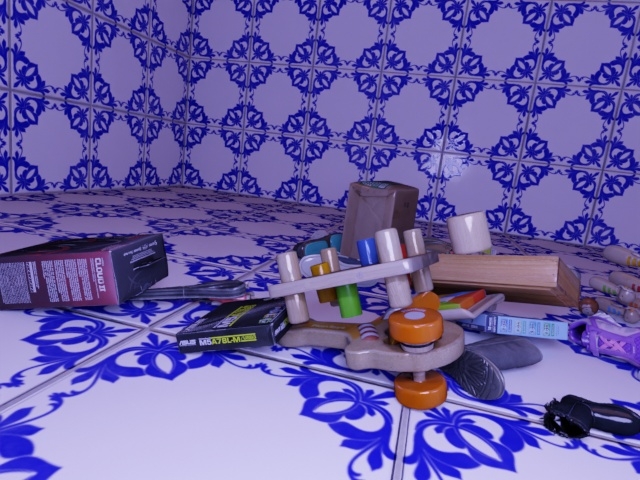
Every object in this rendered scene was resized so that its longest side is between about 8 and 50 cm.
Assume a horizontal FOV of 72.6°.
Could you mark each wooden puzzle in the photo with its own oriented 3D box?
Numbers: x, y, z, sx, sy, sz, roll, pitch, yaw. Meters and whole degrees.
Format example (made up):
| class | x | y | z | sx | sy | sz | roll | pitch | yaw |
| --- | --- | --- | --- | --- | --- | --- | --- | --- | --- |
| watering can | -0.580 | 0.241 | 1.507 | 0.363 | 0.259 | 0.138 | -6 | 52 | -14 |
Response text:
| class | x | y | z | sx | sy | sz | roll | pitch | yaw |
| --- | --- | --- | --- | --- | --- | --- | --- | --- | --- |
| wooden puzzle | 0.283 | 0.153 | 1.014 | 0.221 | 0.044 | 0.239 | -15 | -7 | 39 |

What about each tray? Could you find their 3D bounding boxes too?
| class | x | y | z | sx | sy | sz | roll | pitch | yaw |
| --- | --- | --- | --- | --- | --- | --- | --- | --- | --- |
| tray | 0.397 | 0.098 | 1.099 | 0.411 | 0.076 | 0.203 | 1 | -18 | 43 |

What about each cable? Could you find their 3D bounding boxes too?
| class | x | y | z | sx | sy | sz | roll | pitch | yaw |
| --- | --- | --- | --- | --- | --- | --- | --- | --- | --- |
| cable | -0.273 | 0.130 | 0.961 | 0.288 | 0.072 | 0.139 | -5 | 0 | -17 |

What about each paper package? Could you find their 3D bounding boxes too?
| class | x | y | z | sx | sy | sz | roll | pitch | yaw |
| --- | --- | --- | --- | --- | --- | --- | --- | --- | --- |
| paper package | 0.217 | -0.055 | 1.556 | 0.168 | 0.309 | 0.325 | 12 | 13 | 26 |

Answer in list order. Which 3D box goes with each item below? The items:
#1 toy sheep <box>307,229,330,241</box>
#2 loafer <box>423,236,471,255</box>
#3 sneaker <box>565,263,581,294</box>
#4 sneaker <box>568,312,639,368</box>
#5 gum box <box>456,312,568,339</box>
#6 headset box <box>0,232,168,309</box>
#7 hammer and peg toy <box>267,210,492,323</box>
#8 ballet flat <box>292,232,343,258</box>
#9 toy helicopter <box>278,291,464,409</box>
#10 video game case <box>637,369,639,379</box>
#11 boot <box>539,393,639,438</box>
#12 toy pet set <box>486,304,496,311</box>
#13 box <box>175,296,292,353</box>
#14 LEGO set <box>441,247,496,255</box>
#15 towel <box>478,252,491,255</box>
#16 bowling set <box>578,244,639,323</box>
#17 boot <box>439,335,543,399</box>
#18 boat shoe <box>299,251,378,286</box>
| class | x | y | z | sx | sy | sz | roll | pitch | yaw |
| --- | --- | --- | --- | --- | --- | --- | --- | --- | --- |
| toy sheep | 0.000 | 0.000 | 1.734 | 0.091 | 0.091 | 0.132 | 9 | 12 | 12 |
| loafer | 0.507 | 0.042 | 1.804 | 0.252 | 0.094 | 0.087 | 7 | 7 | -1 |
| sneaker | 0.806 | 0.158 | 1.449 | 0.283 | 0.110 | 0.122 | -5 | 33 | -38 |
| sneaker | 0.645 | 0.225 | 0.964 | 0.105 | 0.095 | 0.236 | 0 | 4 | -7 |
| gum box | 0.430 | 0.192 | 0.999 | 0.185 | 0.041 | 0.157 | 5 | -6 | -4 |
| headset box | -0.480 | 0.058 | 0.916 | 0.294 | 0.110 | 0.218 | -3 | 10 | 7 |
| hammer and peg toy | 0.122 | 0.050 | 0.779 | 0.362 | 0.127 | 0.266 | -13 | -4 | 23 |
| ballet flat | 0.013 | 0.021 | 1.623 | 0.281 | 0.095 | 0.096 | -3 | 3 | -42 |
| toy helicopter | 0.082 | 0.168 | 0.805 | 0.356 | 0.140 | 0.235 | -1 | 12 | 28 |
| video game case | 0.737 | 0.302 | 0.783 | 0.213 | 0.023 | 0.193 | 8 | 11 | 7 |
| boot | 0.409 | 0.274 | 0.662 | 0.099 | 0.045 | 0.121 | -1 | 6 | -45 |
| toy pet set | 0.445 | 0.156 | 1.245 | 0.114 | 0.065 | 0.122 | 17 | 15 | 41 |
| box | -0.140 | 0.152 | 0.823 | 0.184 | 0.045 | 0.191 | -6 | 8 | 16 |
| LEGO set | 0.564 | 0.068 | 1.673 | 0.287 | 0.106 | 0.132 | 12 | 12 | 26 |
| towel | 0.839 | 0.104 | 1.851 | 0.325 | 0.038 | 0.248 | 11 | 11 | 19 |
| bowling set | 0.881 | 0.176 | 1.270 | 0.287 | 0.200 | 0.154 | 50 | -8 | -30 |
| boot | 0.334 | 0.229 | 0.815 | 0.209 | 0.075 | 0.190 | 9 | 9 | -24 |
| boat shoe | 0.051 | 0.082 | 1.302 | 0.255 | 0.095 | 0.079 | 5 | 13 | -19 |
